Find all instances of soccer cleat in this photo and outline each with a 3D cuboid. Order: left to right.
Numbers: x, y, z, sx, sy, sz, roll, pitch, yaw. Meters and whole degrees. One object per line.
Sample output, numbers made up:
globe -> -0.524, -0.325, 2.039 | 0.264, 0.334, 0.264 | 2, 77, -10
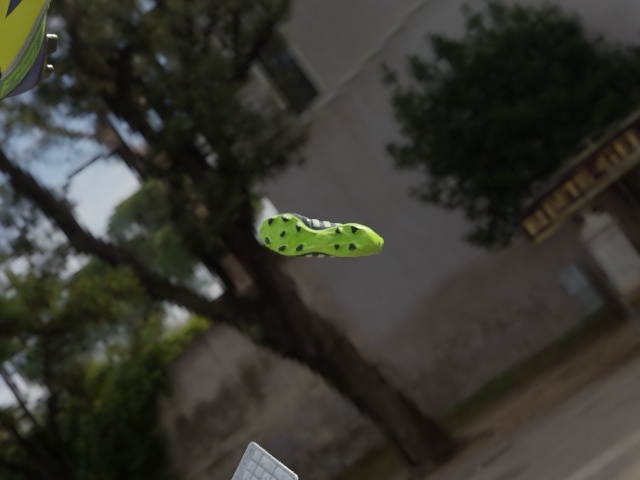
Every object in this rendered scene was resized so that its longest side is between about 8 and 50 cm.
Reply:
soccer cleat -> -0.337, -0.268, 1.734 | 0.121, 0.093, 0.289 | -20, -41, -31
soccer cleat -> 0.000, 0.000, 2.236 | 0.178, 0.060, 0.072 | 6, -8, 31

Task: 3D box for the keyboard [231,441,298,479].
keyboard -> -0.099, 0.319, 1.568 | 0.014, 0.072, 0.256 | 21, -82, -42
